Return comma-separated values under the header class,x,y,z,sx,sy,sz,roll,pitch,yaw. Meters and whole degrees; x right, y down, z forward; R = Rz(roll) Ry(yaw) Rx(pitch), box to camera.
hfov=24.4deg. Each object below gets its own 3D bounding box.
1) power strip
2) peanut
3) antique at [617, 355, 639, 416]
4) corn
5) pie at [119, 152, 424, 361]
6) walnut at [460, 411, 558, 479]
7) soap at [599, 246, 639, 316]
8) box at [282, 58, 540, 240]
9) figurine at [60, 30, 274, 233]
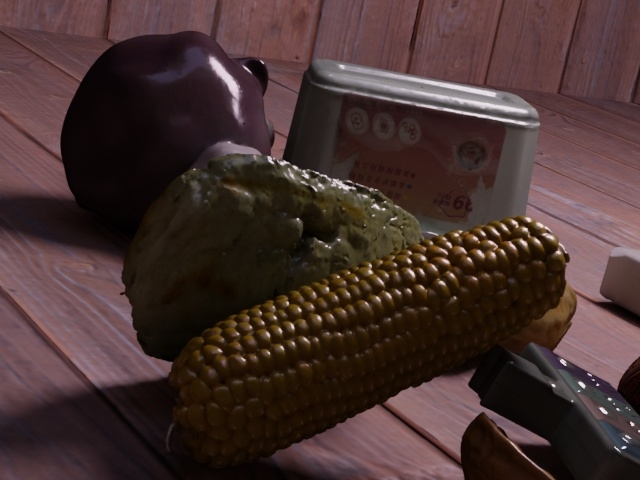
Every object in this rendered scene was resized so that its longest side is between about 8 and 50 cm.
class,x,y,z,sx,sy,sz,roll,pitch,yaw
power strip,0.173,0.130,1.047,0.145,0.061,0.215,30,9,-15
peanut,0.159,0.069,1.328,0.193,0.089,0.089,-4,20,-34
antique,0.281,0.127,1.155,0.104,0.104,0.104,11,14,-3
corn,0.023,0.066,1.006,0.310,0.101,0.101,-25,28,-18
pie,-0.034,0.041,1.087,0.248,0.201,0.090,16,33,-39
walnut,0.127,0.163,0.967,0.091,0.052,0.121,44,-2,-25
soap,0.399,0.066,1.562,0.121,0.063,0.183,5,16,-34
box,0.100,-0.096,1.713,0.312,0.182,0.175,9,14,-8
figurine,-0.148,-0.092,1.579,0.218,0.206,0.365,-5,-8,6
